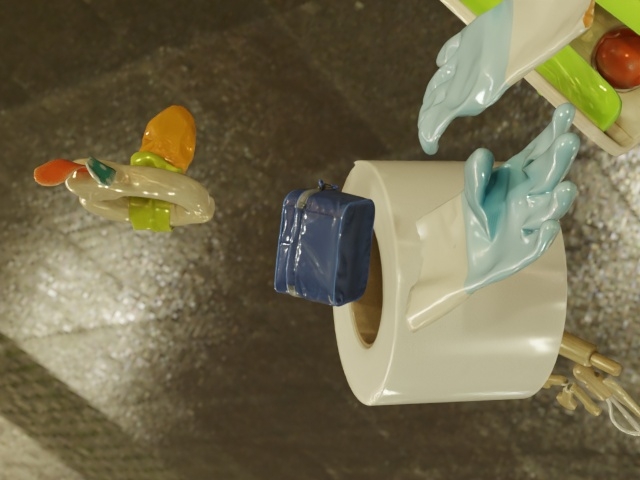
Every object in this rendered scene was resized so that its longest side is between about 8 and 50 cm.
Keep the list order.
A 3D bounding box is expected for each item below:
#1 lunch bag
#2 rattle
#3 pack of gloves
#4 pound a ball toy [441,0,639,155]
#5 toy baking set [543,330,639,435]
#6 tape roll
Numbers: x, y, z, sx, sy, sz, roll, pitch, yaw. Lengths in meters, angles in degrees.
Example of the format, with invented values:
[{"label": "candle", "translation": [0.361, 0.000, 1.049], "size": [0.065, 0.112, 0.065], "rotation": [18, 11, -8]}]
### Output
[{"label": "lunch bag", "translation": [0.000, 0.000, 0.958], "size": [0.065, 0.098, 0.067], "rotation": [10, -172, 26]}, {"label": "rattle", "translation": [-0.179, -0.090, 1.113], "size": [0.130, 0.143, 0.199], "rotation": [13, 171, 37]}, {"label": "pack of gloves", "translation": [0.087, -0.066, 0.715], "size": [0.046, 0.195, 0.232], "rotation": [9, 160, -16]}, {"label": "pound a ball toy", "translation": [0.229, -0.219, 0.973], "size": [0.319, 0.208, 0.136], "rotation": [47, -164, 24]}, {"label": "toy baking set", "translation": [0.349, 0.181, 1.538], "size": [0.256, 0.030, 0.197], "rotation": [23, 158, 42]}, {"label": "tape roll", "translation": [0.121, 0.041, 1.196], "size": [0.169, 0.246, 0.246], "rotation": [0, 150, -13]}]
